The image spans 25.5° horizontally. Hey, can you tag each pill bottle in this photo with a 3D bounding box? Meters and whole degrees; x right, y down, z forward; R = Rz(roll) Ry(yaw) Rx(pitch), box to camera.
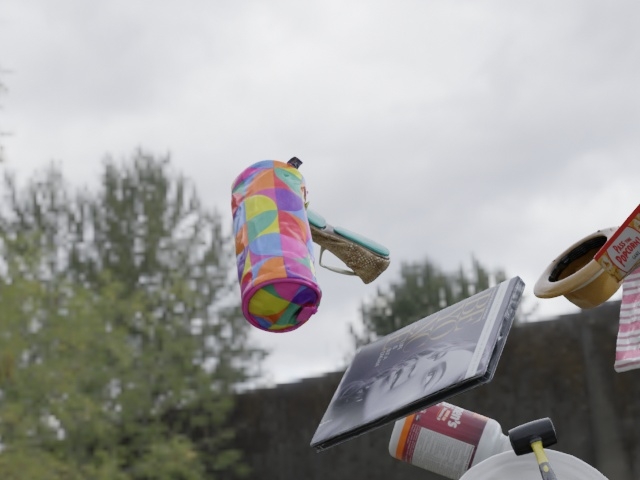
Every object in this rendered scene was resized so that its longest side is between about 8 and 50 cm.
[{"bbox_3d":[0.240,0.353,2.453,0.221,0.121,0.121,18,-14,12],"label":"pill bottle"}]

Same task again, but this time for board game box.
[{"bbox_3d":[0.414,-0.047,1.626,0.147,0.045,0.193,-30,-19,-37],"label":"board game box"}]

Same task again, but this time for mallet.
[{"bbox_3d":[0.277,0.288,1.815,0.062,0.039,0.189,-17,19,11],"label":"mallet"}]

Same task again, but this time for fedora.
[{"bbox_3d":[0.438,0.056,2.303,0.194,0.079,0.194,-37,9,7],"label":"fedora"}]

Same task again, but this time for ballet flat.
[{"bbox_3d":[0.000,0.000,2.036,0.206,0.067,0.073,30,15,8],"label":"ballet flat"}]

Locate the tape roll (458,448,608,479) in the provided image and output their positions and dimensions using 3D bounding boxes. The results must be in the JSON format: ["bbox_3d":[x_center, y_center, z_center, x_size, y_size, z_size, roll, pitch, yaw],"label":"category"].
[{"bbox_3d":[0.291,0.432,1.929,0.286,0.286,0.100,-3,-24,-2],"label":"tape roll"}]

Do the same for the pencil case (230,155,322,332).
[{"bbox_3d":[-0.051,0.002,1.703,0.105,0.236,0.104,-2,-47,-3],"label":"pencil case"}]

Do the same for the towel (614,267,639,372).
[{"bbox_3d":[0.554,0.126,2.445,0.029,0.197,0.144,14,-18,-15],"label":"towel"}]

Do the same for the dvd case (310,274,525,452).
[{"bbox_3d":[0.098,0.125,1.431,0.221,0.164,0.018,-27,-71,34],"label":"dvd case"}]
